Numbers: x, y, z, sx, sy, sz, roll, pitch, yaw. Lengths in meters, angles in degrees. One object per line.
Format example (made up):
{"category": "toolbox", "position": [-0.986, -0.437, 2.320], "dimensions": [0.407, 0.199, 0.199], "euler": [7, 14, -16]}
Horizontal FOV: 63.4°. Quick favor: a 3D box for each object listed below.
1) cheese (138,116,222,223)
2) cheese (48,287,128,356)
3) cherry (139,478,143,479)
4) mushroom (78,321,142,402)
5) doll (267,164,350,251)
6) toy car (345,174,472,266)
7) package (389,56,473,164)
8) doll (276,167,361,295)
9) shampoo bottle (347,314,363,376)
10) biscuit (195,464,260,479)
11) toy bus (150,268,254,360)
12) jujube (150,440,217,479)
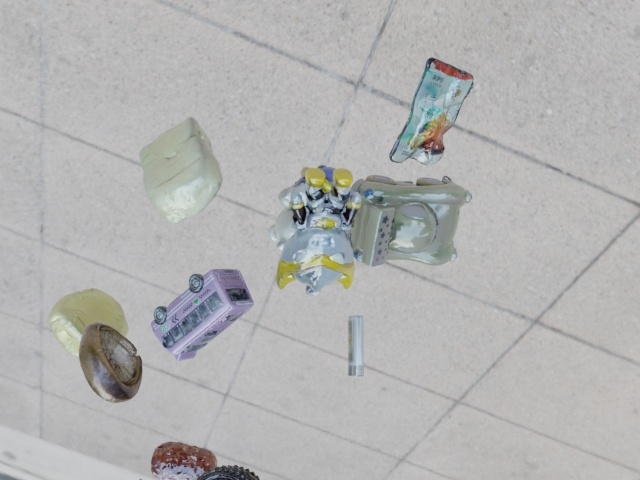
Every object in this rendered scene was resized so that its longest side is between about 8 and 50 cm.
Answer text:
{"category": "cheese", "position": [-0.286, -0.148, 1.073], "dimensions": [0.159, 0.262, 0.093], "euler": [-37, 133, 10]}
{"category": "cheese", "position": [-0.730, 0.256, 1.651], "dimensions": [0.117, 0.214, 0.226], "euler": [-38, 91, 32]}
{"category": "cherry", "position": [-0.437, 0.548, 1.015], "dimensions": [0.226, 0.107, 0.090], "euler": [-37, 122, -16]}
{"category": "mushroom", "position": [-0.301, 0.173, 0.736], "dimensions": [0.052, 0.123, 0.123], "euler": [-30, 119, -2]}
{"category": "doll", "position": [-0.027, -0.086, 1.271], "dimensions": [0.243, 0.311, 0.159], "euler": [-30, 108, -7]}
{"category": "toy car", "position": [0.252, -0.045, 1.430], "dimensions": [0.336, 0.226, 0.241], "euler": [1, 112, -17]}
{"category": "package", "position": [0.246, -0.267, 1.137], "dimensions": [0.166, 0.040, 0.231], "euler": [5, 117, -40]}
{"category": "doll", "position": [0.005, 0.001, 0.974], "dimensions": [0.146, 0.103, 0.316], "euler": [-17, 137, -25]}
{"category": "shampoo bottle", "position": [0.134, 0.402, 1.978], "dimensions": [0.056, 0.227, 0.086], "euler": [4, 167, -15]}
{"category": "biscuit", "position": [-0.192, 0.547, 1.033], "dimensions": [0.195, 0.194, 0.053], "euler": [0, 146, 13]}
{"category": "toy bus", "position": [-0.229, 0.141, 1.004], "dimensions": [0.199, 0.096, 0.108], "euler": [-40, 69, 22]}
{"category": "jujube", "position": [-0.371, 0.610, 1.410], "dimensions": [0.176, 0.112, 0.109], "euler": [11, 84, -2]}
